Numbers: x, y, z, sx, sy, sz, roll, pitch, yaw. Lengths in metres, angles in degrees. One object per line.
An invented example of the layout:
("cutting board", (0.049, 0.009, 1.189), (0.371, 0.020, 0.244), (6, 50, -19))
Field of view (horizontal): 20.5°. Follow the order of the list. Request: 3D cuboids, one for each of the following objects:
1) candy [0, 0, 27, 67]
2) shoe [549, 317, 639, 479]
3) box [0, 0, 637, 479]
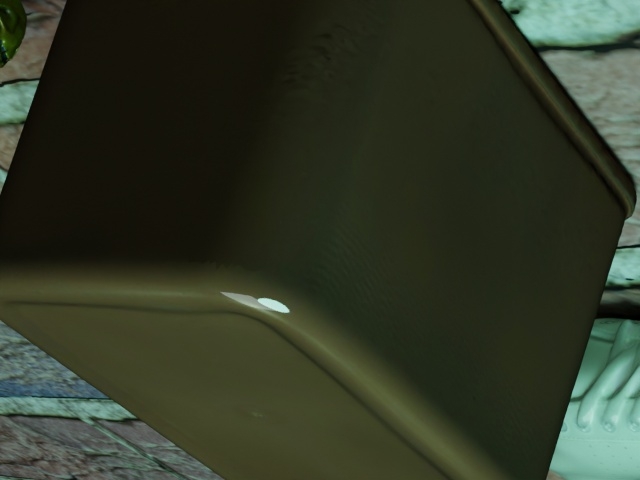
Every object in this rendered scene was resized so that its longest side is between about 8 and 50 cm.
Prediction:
("candy", (-0.225, -0.172, 1.026), (0.058, 0.062, 0.194), (11, 148, 25))
("shoe", (0.231, 0.101, 1.207), (0.160, 0.132, 0.363), (27, 160, -7))
("box", (0.000, 0.000, 1.007), (0.239, 0.229, 0.339), (0, 151, 36))
